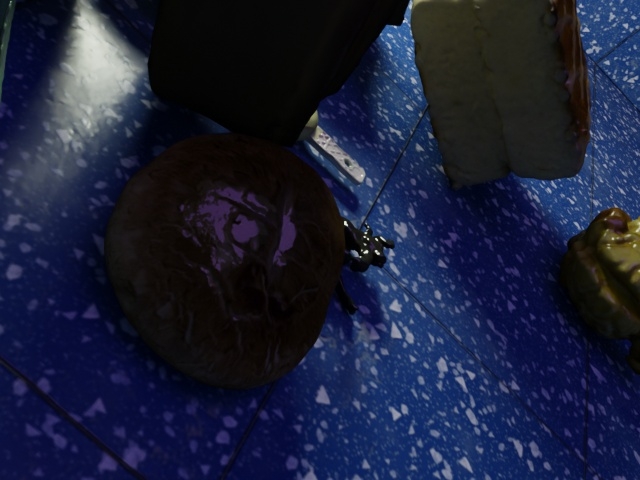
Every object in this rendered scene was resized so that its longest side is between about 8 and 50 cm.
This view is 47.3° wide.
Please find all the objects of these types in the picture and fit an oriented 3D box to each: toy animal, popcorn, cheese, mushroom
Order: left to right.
[{"bbox_3d":[-0.082,0.015,0.754,0.278,0.146,0.278,16,63,-34],"label":"mushroom"},{"bbox_3d":[-0.030,-0.173,1.073,0.255,0.050,0.127,42,35,-10],"label":"cheese"},{"bbox_3d":[0.000,0.000,0.938,0.233,0.084,0.148,25,30,-29],"label":"toy animal"},{"bbox_3d":[0.584,0.087,1.373,0.265,0.225,0.332,10,62,-49],"label":"popcorn"}]

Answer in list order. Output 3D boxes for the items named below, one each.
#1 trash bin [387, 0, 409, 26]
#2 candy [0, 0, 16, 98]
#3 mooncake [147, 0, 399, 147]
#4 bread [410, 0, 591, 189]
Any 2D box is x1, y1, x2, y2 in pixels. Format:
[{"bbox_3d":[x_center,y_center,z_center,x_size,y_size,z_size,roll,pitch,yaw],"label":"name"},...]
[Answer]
[{"bbox_3d":[0.051,-0.506,1.341,0.252,0.202,0.301,17,39,-1],"label":"trash bin"},{"bbox_3d":[-0.426,-0.141,0.520,0.398,0.172,0.262,5,49,-30],"label":"candy"},{"bbox_3d":[-0.037,-0.306,0.837,0.246,0.393,0.394,25,2,-9],"label":"mooncake"},{"bbox_3d":[0.336,-0.338,1.340,0.390,0.280,0.371,-66,139,-52],"label":"bread"}]
